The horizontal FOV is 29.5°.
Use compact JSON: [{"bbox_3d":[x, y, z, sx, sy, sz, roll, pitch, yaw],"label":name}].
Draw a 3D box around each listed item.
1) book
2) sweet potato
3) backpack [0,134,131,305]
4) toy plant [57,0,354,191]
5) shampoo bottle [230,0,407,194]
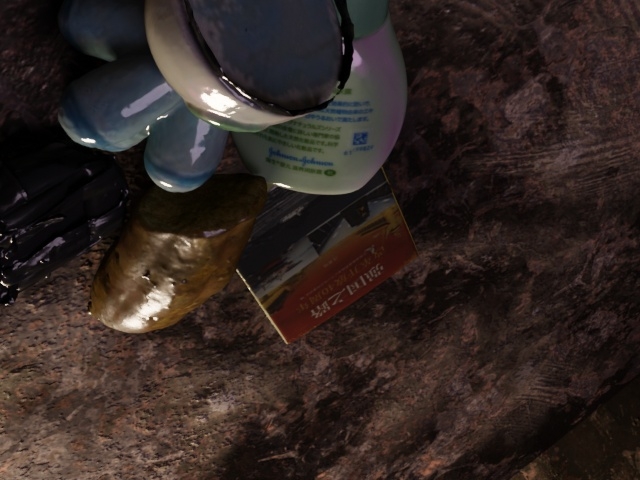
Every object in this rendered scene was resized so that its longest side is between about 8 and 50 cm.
[{"bbox_3d":[0.000,0.000,1.831,0.262,0.028,0.374,-35,145,-4],"label":"book"},{"bbox_3d":[-0.197,0.030,1.556,0.157,0.158,0.370,-7,153,-35],"label":"sweet potato"},{"bbox_3d":[-0.346,-0.027,1.427,0.258,0.133,0.206,-29,149,-22],"label":"backpack"},{"bbox_3d":[-0.154,-0.183,1.287,0.247,0.247,0.332,8,158,-45],"label":"toy plant"},{"bbox_3d":[0.001,-0.229,1.426,0.221,0.151,0.350,13,133,7],"label":"shampoo bottle"}]
